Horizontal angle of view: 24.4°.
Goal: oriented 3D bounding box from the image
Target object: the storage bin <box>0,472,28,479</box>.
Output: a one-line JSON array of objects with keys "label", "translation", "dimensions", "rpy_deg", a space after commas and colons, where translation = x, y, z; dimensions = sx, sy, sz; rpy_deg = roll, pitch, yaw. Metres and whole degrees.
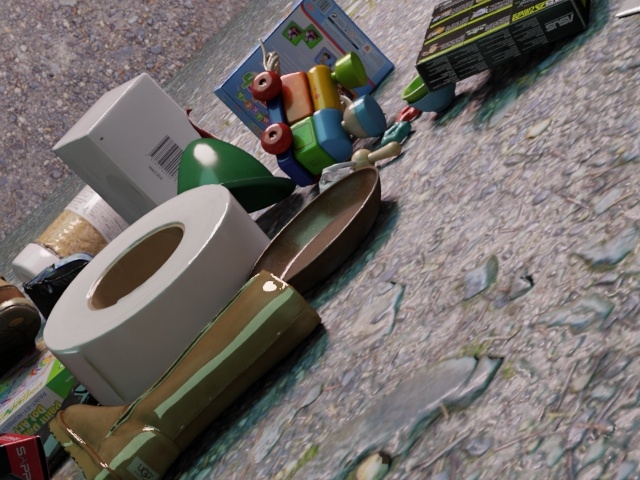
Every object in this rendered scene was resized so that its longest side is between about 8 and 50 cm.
[{"label": "storage bin", "translation": [-0.339, 0.334, 1.507], "dimensions": [0.180, 0.084, 0.122], "rpy_deg": [-50, 16, -18]}]

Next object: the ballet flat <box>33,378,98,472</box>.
[{"label": "ballet flat", "translation": [-0.306, 0.229, 1.811], "dimensions": [0.057, 0.049, 0.173], "rpy_deg": [9, 55, 37]}]

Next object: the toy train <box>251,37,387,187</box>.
[{"label": "toy train", "translation": [-0.005, -0.200, 1.888], "dimensions": [0.143, 0.105, 0.248], "rpy_deg": [-25, 53, 19]}]

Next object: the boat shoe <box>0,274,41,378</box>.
[{"label": "boat shoe", "translation": [-0.490, 0.142, 2.192], "dimensions": [0.123, 0.120, 0.324], "rpy_deg": [-27, -18, -32]}]

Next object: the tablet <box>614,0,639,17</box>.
[{"label": "tablet", "translation": [0.330, -0.246, 1.470], "dimensions": [0.054, 0.006, 0.083], "rpy_deg": [-48, 16, -15]}]

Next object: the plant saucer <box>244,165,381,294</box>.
[{"label": "plant saucer", "translation": [0.000, 0.000, 1.613], "dimensions": [0.198, 0.036, 0.198], "rpy_deg": [-41, 15, 14]}]

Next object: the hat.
[{"label": "hat", "translation": [-0.144, -0.129, 1.934], "dimensions": [0.208, 0.183, 0.173], "rpy_deg": [-22, -15, 39]}]

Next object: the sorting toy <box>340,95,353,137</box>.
[{"label": "sorting toy", "translation": [0.026, -0.143, 1.930], "dimensions": [0.083, 0.045, 0.075], "rpy_deg": [-47, 22, -9]}]

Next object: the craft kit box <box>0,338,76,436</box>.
[{"label": "craft kit box", "translation": [-0.373, 0.191, 2.047], "dimensions": [0.250, 0.061, 0.246], "rpy_deg": [-41, 18, 12]}]

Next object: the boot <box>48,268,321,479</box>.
[{"label": "boot", "translation": [-0.138, 0.142, 1.511], "dimensions": [0.269, 0.089, 0.236], "rpy_deg": [-47, 28, -8]}]

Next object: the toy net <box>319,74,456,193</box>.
[{"label": "toy net", "translation": [0.069, -0.126, 1.752], "dimensions": [0.232, 0.045, 0.122], "rpy_deg": [-42, 15, 7]}]

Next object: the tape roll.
[{"label": "tape roll", "translation": [-0.190, 0.064, 1.751], "dimensions": [0.286, 0.100, 0.286], "rpy_deg": [-33, 23, 15]}]

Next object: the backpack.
[{"label": "backpack", "translation": [-0.381, 0.075, 2.281], "dimensions": [0.114, 0.105, 0.084], "rpy_deg": [-32, 12, 2]}]

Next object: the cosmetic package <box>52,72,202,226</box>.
[{"label": "cosmetic package", "translation": [-0.262, -0.118, 2.253], "dimensions": [0.138, 0.224, 0.225], "rpy_deg": [-50, 16, -19]}]

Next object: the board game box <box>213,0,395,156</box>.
[{"label": "board game box", "translation": [-0.021, -0.222, 2.026], "dimensions": [0.211, 0.160, 0.039], "rpy_deg": [-49, 14, -20]}]

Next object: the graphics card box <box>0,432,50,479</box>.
[{"label": "graphics card box", "translation": [-0.517, 0.304, 1.678], "dimensions": [0.371, 0.094, 0.233], "rpy_deg": [-11, 0, -29]}]

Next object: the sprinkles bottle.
[{"label": "sprinkles bottle", "translation": [-0.368, -0.046, 2.538], "dimensions": [0.355, 0.121, 0.121], "rpy_deg": [-49, 16, -20]}]

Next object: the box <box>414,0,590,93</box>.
[{"label": "box", "translation": [0.208, -0.250, 1.652], "dimensions": [0.191, 0.045, 0.184], "rpy_deg": [-21, 25, 22]}]
